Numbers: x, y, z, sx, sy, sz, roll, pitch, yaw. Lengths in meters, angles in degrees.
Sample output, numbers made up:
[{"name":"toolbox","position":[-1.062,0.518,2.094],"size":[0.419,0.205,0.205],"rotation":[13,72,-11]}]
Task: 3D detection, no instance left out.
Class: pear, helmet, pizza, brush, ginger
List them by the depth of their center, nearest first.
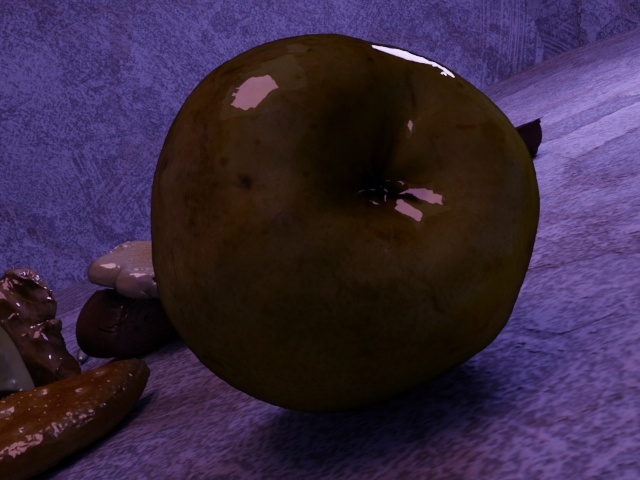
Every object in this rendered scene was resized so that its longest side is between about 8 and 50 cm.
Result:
[{"name":"pear","position":[0.010,-0.003,0.731],"size":[0.303,0.304,0.304],"rotation":[-24,8,4]},{"name":"pizza","position":[-0.317,0.211,1.015],"size":[0.197,0.058,0.292],"rotation":[-4,19,38]},{"name":"ginger","position":[-0.439,0.151,1.316],"size":[0.270,0.219,0.123],"rotation":[18,-4,7]},{"name":"helmet","position":[0.344,-0.167,1.555],"size":[0.089,0.057,0.111],"rotation":[-23,2,-16]},{"name":"brush","position":[-0.401,0.172,1.639],"size":[0.039,0.042,0.299],"rotation":[-38,12,1]}]

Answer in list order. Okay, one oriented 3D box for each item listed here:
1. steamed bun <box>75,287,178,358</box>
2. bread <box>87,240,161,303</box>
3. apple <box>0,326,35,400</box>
[{"name":"steamed bun","position":[-0.277,0.110,1.397],"size":[0.144,0.106,0.175],"rotation":[-11,11,46]},{"name":"bread","position":[-0.190,0.039,1.384],"size":[0.315,0.054,0.316],"rotation":[2,11,0]},{"name":"apple","position":[-0.521,0.193,1.122],"size":[0.257,0.234,0.295],"rotation":[-15,10,23]}]
